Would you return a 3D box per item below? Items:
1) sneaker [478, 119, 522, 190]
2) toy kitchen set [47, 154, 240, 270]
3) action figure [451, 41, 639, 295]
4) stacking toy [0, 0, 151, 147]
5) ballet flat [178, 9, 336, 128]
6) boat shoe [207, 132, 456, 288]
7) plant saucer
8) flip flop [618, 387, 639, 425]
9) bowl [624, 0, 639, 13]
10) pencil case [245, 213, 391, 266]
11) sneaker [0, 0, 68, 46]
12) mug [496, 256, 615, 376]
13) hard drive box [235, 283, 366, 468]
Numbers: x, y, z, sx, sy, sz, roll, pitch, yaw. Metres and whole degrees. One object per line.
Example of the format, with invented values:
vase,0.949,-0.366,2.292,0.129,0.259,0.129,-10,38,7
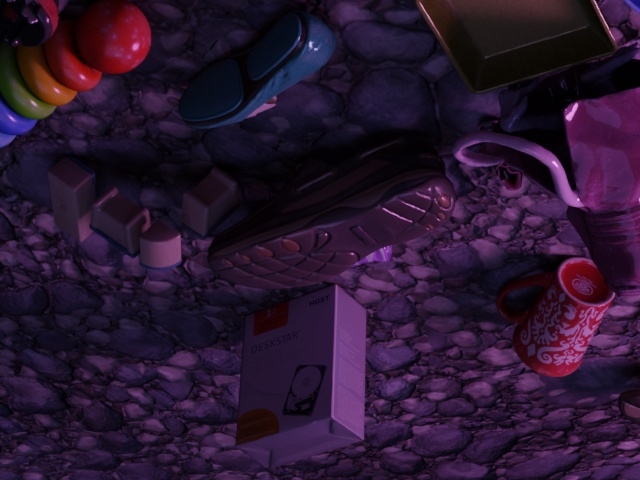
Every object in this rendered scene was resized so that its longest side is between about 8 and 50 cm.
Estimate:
sneaker,0.240,-0.109,1.927,0.047,0.057,0.119,-13,141,23
toy kitchen set,-0.241,-0.053,2.027,0.207,0.166,0.122,34,148,18
action figure,0.374,-0.041,1.808,0.248,0.275,0.370,2,124,50
stacking toy,-0.349,-0.195,1.779,0.330,0.141,0.141,-20,139,22
ballet flat,-0.071,-0.197,1.803,0.087,0.083,0.247,15,147,-41
boat shoe,0.012,-0.039,1.976,0.355,0.130,0.132,-19,142,18
plant saucer,0.229,-0.266,1.716,0.188,0.045,0.188,-15,141,22
flip flop,0.613,0.227,2.373,0.277,0.080,0.112,-21,136,6
bowl,0.477,-0.365,1.523,0.391,0.077,0.391,-2,145,-1
pencil case,0.000,0.000,2.072,0.206,0.086,0.088,-3,179,11
sneaker,-0.374,-0.342,1.599,0.276,0.135,0.097,43,145,-13
mug,0.348,0.109,2.184,0.150,0.113,0.169,8,141,-11
hard drive box,-0.028,0.207,2.232,0.181,0.232,0.089,-21,138,28
